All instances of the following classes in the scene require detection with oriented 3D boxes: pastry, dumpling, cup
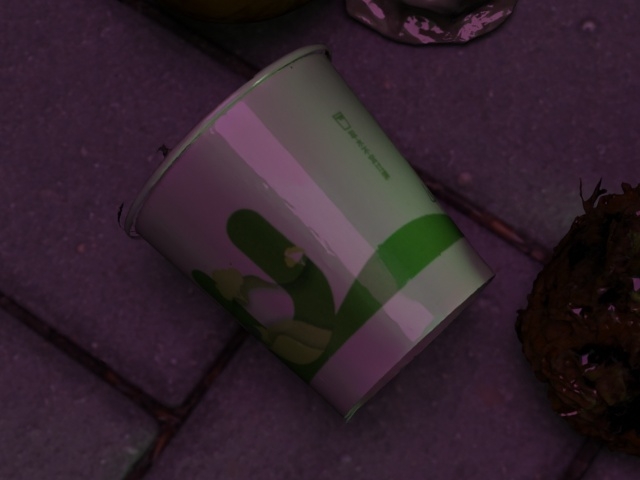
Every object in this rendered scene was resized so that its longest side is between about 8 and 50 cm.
[{"bbox_3d":[0.310,0.064,1.295,0.274,0.193,0.275,-2,69,6],"label":"pastry"},{"bbox_3d":[0.121,-0.267,1.481,0.176,0.092,0.150,-35,87,-15],"label":"dumpling"},{"bbox_3d":[0.000,0.000,1.317,0.253,0.253,0.274,-42,83,-12],"label":"cup"}]

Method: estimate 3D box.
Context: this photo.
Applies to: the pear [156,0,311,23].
[{"bbox_3d":[-0.071,-0.346,1.421,0.280,0.281,0.281,-1,70,1],"label":"pear"}]
